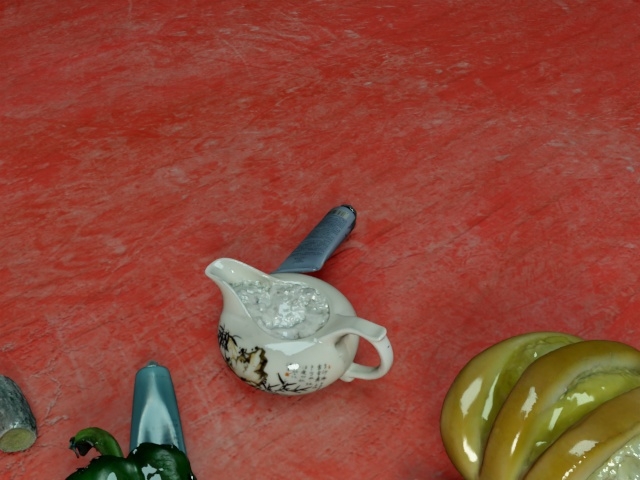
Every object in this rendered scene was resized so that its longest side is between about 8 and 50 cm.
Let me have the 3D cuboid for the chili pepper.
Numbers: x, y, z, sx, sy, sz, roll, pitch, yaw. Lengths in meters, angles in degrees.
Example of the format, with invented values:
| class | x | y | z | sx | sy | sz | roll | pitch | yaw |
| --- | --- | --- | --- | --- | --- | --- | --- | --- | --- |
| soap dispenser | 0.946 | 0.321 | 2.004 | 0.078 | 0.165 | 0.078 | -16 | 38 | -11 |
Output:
| class | x | y | z | sx | sy | sz | roll | pitch | yaw |
| --- | --- | --- | --- | --- | --- | --- | --- | --- | --- |
| chili pepper | -0.226 | 0.309 | 0.877 | 0.174 | 0.165 | 0.261 | -26 | 59 | -19 |

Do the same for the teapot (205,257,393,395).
| class | x | y | z | sx | sy | sz | roll | pitch | yaw |
| --- | --- | --- | --- | --- | --- | --- | --- | --- | --- |
| teapot | -0.029 | 0.129 | 1.114 | 0.300 | 0.166 | 0.208 | 12 | 29 | 25 |

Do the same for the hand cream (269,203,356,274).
| class | x | y | z | sx | sy | sz | roll | pitch | yaw |
| --- | --- | --- | --- | --- | --- | --- | --- | --- | --- |
| hand cream | 0.000 | 0.000 | 1.299 | 0.088 | 0.055 | 0.256 | -3 | 21 | 25 |

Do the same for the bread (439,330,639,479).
| class | x | y | z | sx | sy | sz | roll | pitch | yaw |
| --- | --- | --- | --- | --- | --- | --- | --- | --- | --- |
| bread | 0.324 | 0.231 | 0.958 | 0.316 | 0.211 | 0.270 | -8 | 41 | -25 |

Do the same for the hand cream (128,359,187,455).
| class | x | y | z | sx | sy | sz | roll | pitch | yaw |
| --- | --- | --- | --- | --- | --- | --- | --- | --- | --- |
| hand cream | -0.227 | 0.259 | 1.035 | 0.083 | 0.048 | 0.224 | -7 | 47 | -11 |

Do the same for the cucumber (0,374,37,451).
| class | x | y | z | sx | sy | sz | roll | pitch | yaw |
| --- | --- | --- | --- | --- | --- | --- | --- | --- | --- |
| cucumber | -0.428 | 0.237 | 1.034 | 0.064 | 0.064 | 0.112 | -26 | 51 | -30 |
